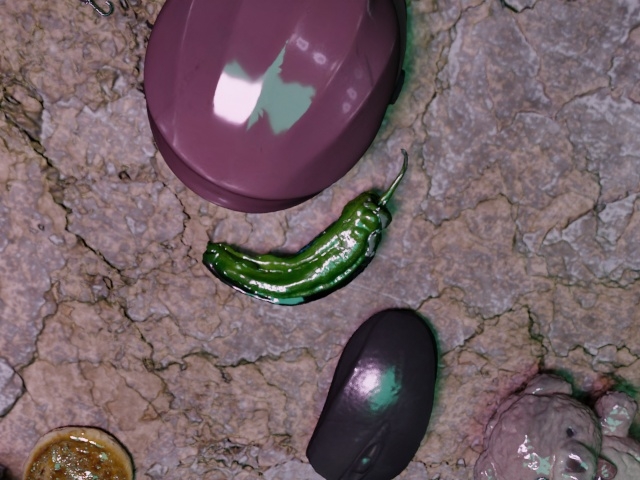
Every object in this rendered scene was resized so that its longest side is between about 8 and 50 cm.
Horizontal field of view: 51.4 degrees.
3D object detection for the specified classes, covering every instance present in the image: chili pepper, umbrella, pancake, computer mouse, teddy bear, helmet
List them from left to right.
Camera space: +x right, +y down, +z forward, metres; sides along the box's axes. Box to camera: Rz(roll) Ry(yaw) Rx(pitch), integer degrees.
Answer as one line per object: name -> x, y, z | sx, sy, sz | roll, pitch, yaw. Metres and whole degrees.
umbrella -> -0.278, -0.283, 0.715 | 0.122, 0.013, 0.022 | 37, 89, -14
pancake -> -0.329, 0.323, 0.900 | 0.158, 0.028, 0.158 | -1, 105, -4
helmet -> -0.045, -0.180, 0.674 | 0.271, 0.197, 0.338 | 29, 104, -10
chili pepper -> 0.000, 0.000, 0.802 | 0.278, 0.065, 0.122 | -28, 112, 9
computer mouse -> 0.073, 0.223, 0.870 | 0.137, 0.086, 0.270 | 15, 107, -9
teddy bear -> 0.345, 0.303, 0.884 | 0.267, 0.151, 0.236 | 38, 81, -17
